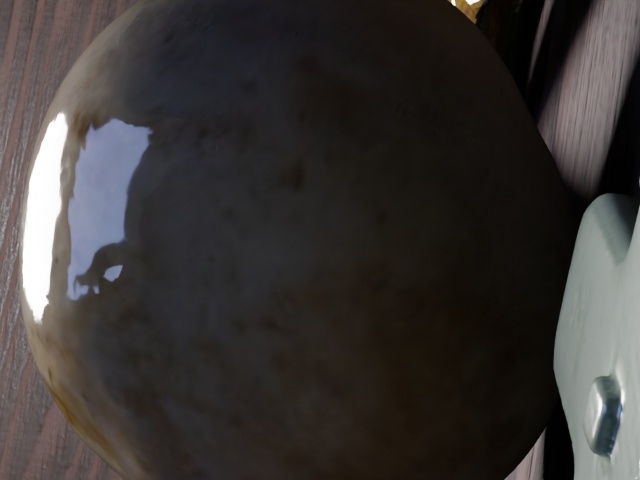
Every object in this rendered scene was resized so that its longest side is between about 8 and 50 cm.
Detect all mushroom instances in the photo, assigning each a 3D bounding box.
[{"bbox_3d":[0.000,0.000,0.756,0.290,0.297,0.297,-28,-49,-63],"label":"mushroom"}]

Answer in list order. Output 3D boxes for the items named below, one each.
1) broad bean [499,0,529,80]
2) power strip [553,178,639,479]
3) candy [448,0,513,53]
[{"bbox_3d":[0.114,-0.182,0.952,0.077,0.061,0.339,-117,26,-43],"label":"broad bean"},{"bbox_3d":[0.103,0.051,0.402,0.193,0.059,0.265,-87,5,-67],"label":"power strip"},{"bbox_3d":[0.062,-0.127,0.902,0.271,0.101,0.143,121,159,-50],"label":"candy"}]
